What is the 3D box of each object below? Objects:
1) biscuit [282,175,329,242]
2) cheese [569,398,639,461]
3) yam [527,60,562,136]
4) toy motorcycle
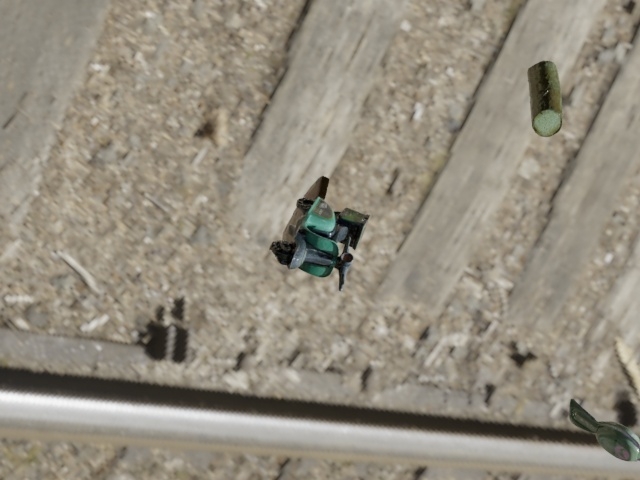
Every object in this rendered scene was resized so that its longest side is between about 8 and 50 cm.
[{"bbox_3d":[-0.024,-0.041,1.984,0.019,0.119,0.130,29,86,-16],"label":"biscuit"},{"bbox_3d":[0.375,0.253,1.699,0.026,0.121,0.067,-44,148,-25],"label":"cheese"},{"bbox_3d":[0.287,-0.182,1.663,0.043,0.043,0.094,39,43,-47],"label":"yam"},{"bbox_3d":[0.000,0.000,1.603,0.173,0.100,0.058,-60,169,-64],"label":"toy motorcycle"}]
